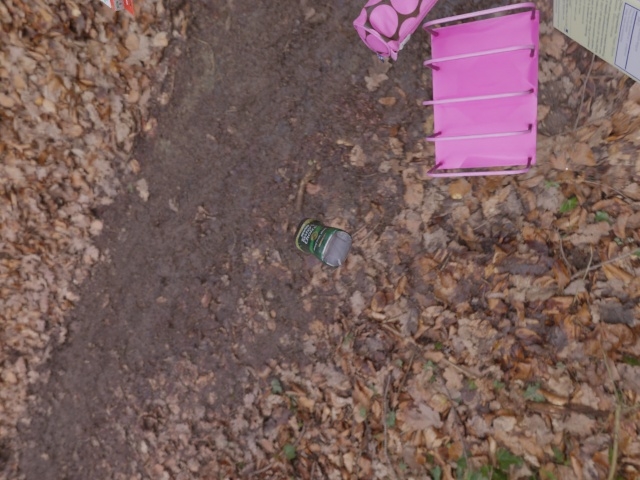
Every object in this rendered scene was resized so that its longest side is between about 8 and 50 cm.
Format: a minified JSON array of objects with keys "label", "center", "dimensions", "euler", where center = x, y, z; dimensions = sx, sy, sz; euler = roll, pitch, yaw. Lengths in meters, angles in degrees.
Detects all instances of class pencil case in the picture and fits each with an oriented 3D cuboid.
[{"label":"pencil case","center":[0.155,-0.421,0.760],"dimensions":[0.098,0.095,0.209],"euler":[41,97,19]}]

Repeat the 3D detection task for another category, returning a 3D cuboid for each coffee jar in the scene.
[{"label":"coffee jar","center":[0.000,0.000,1.138],"dimensions":[0.184,0.079,0.096],"euler":[24,90,59]}]

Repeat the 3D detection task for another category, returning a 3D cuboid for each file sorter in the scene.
[{"label":"file sorter","center":[0.306,-0.276,0.842],"dimensions":[0.202,0.182,0.290],"euler":[1,108,25]}]

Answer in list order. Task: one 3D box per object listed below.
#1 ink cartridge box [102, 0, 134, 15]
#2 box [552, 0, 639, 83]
[{"label":"ink cartridge box","center":[-0.486,-0.578,1.024],"dimensions":[0.115,0.029,0.063],"euler":[40,145,16]},{"label":"box","center":[0.480,-0.339,0.576],"dimensions":[0.214,0.117,0.243],"euler":[-31,54,8]}]
